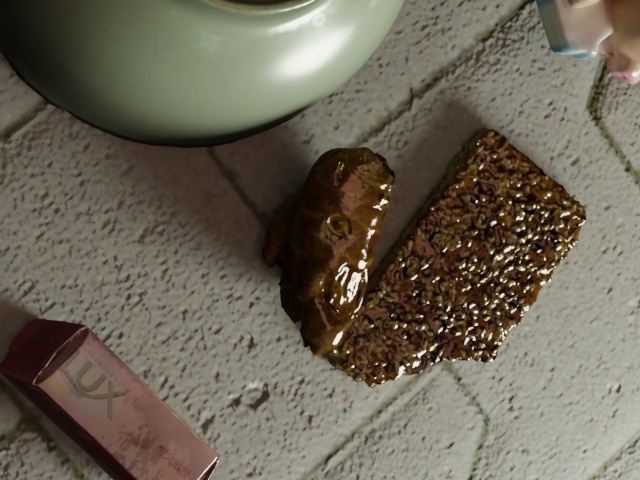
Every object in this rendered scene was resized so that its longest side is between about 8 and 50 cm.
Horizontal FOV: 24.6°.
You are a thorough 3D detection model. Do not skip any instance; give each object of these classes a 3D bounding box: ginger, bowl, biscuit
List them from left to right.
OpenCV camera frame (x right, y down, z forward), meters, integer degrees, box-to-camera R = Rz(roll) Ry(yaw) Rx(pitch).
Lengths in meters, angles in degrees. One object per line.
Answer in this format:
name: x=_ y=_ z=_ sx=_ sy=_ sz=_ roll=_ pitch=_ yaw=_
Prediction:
bowl: x=-0.072 y=-0.238 z=1.032 sx=0.354 sy=0.185 sz=0.354 roll=-2 pitch=95 yaw=-19
ginger: x=0.000 y=0.000 z=1.125 sx=0.073 sy=0.103 sz=0.162 roll=13 pitch=99 yaw=-16
biscuit: x=0.115 y=0.034 z=1.204 sx=0.131 sy=0.026 sz=0.237 roll=39 pitch=80 yaw=-17

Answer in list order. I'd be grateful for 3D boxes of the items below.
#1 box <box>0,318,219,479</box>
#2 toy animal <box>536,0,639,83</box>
box: x=-0.155 y=0.126 z=1.069 sx=0.060 sy=0.111 sz=0.156 roll=-48 pitch=109 yaw=-19
toy animal: x=0.271 y=-0.220 z=1.156 sx=0.213 sy=0.195 sz=0.256 roll=-23 pitch=104 yaw=-9
